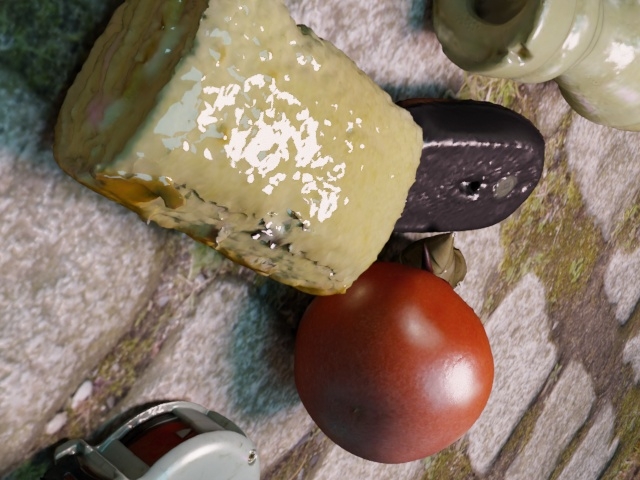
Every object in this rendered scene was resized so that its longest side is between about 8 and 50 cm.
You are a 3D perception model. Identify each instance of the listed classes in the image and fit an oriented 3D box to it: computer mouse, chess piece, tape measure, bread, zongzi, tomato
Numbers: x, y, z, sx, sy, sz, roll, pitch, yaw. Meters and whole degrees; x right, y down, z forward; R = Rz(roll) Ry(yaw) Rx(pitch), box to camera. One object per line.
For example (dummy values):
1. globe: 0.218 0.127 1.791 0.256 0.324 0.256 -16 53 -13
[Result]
1. computer mouse: 0.154 -0.097 1.156 0.323 0.116 0.183 -2 124 -36
2. chess piece: 0.345 -0.280 1.197 0.442 0.234 0.234 0 111 -46
3. tape measure: -0.176 0.306 1.016 0.246 0.125 0.243 -26 130 -36
4. bread: -0.061 -0.092 0.874 0.375 0.165 0.237 32 82 -52
5. zongzi: 0.185 0.018 1.244 0.189 0.081 0.178 -19 159 -42
6. tomato: 0.088 0.153 1.124 0.224 0.255 0.256 -43 142 -50
